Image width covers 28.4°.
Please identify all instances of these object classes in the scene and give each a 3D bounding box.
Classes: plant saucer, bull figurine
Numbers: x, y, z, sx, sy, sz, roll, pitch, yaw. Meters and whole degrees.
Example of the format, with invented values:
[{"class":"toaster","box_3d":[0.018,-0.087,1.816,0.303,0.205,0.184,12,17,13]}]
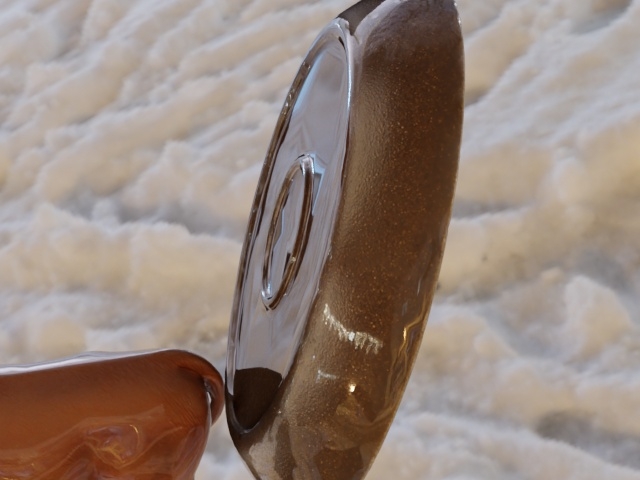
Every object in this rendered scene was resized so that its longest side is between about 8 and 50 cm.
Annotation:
[{"class":"plant saucer","box_3d":[0.000,0.000,0.702,0.050,0.310,0.310,13,32,-14]},{"class":"bull figurine","box_3d":[-0.212,0.142,0.794,0.310,0.188,0.101,-4,30,-3]}]
